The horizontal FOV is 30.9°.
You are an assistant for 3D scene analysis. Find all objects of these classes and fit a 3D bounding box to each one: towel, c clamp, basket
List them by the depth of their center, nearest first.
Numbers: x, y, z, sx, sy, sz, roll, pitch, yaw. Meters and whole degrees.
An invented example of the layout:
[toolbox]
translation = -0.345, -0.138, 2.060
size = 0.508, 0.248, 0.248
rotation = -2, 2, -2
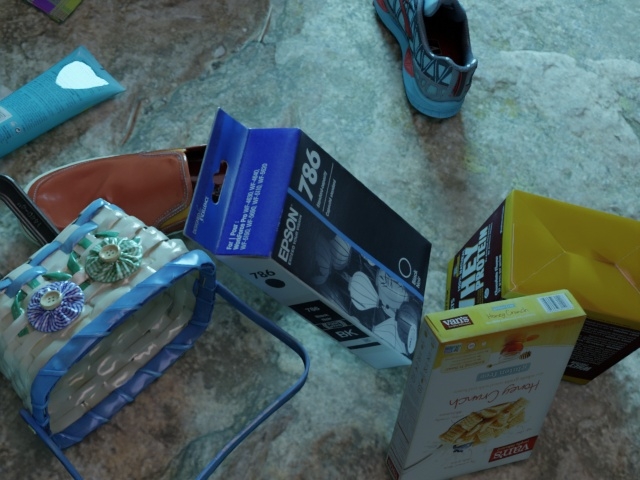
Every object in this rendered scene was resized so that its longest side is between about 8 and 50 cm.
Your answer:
[basket]
translation = -0.191, 0.122, 1.163
size = 0.289, 0.201, 0.255
rotation = 40, 65, 12
[c clamp]
translation = -0.359, 0.001, 1.254
size = 0.161, 0.022, 0.137
rotation = 43, 93, 1
[towel]
translation = -0.341, -0.311, 1.441
size = 0.083, 0.009, 0.060
rotation = 32, 59, -1

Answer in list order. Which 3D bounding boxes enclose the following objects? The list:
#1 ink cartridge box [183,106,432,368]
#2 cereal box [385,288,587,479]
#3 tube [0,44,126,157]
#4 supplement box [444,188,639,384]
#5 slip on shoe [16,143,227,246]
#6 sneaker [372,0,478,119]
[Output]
[ink cartridge box]
translation = 0.000, 0.000, 1.265
size = 0.333, 0.065, 0.165
rotation = 36, 54, -39
[cereal box]
translation = 0.172, 0.163, 1.241
size = 0.173, 0.240, 0.047
rotation = -10, 44, -20
[tube]
translation = -0.328, -0.157, 1.351
size = 0.080, 0.052, 0.207
rotation = 48, 56, 3
[supplement box]
translation = 0.266, 0.060, 1.342
size = 0.191, 0.194, 0.129
rotation = 13, 61, -11
[slip on shoe]
translation = -0.177, -0.058, 1.315
size = 0.331, 0.101, 0.123
rotation = -7, 70, -17
[sneaker]
translation = 0.151, -0.298, 1.522
size = 0.104, 0.125, 0.261
rotation = -9, 68, -22
